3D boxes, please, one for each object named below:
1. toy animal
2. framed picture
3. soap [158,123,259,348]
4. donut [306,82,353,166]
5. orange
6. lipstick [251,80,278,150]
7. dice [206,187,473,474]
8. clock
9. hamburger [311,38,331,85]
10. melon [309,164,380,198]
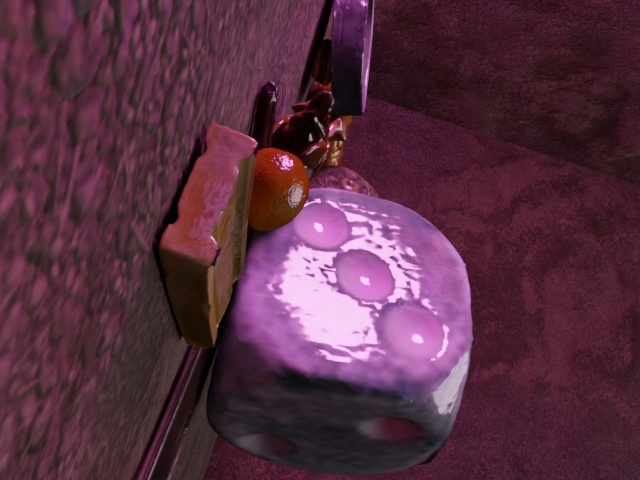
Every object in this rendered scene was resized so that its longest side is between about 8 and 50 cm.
[{"bbox_3d":[-0.036,-0.108,0.736,0.179,0.089,0.188,-57,180,-25],"label":"toy animal"},{"bbox_3d":[-0.163,0.202,0.679,0.216,0.016,0.273,109,-3,-50],"label":"framed picture"},{"bbox_3d":[-0.085,0.016,0.459,0.252,0.037,0.092,114,-5,-66],"label":"soap"},{"bbox_3d":[0.010,-0.250,1.329,0.226,0.114,0.226,-162,-90,-89],"label":"donut"},{"bbox_3d":[-0.050,-0.049,0.571,0.085,0.085,0.085,-162,-90,-88],"label":"orange"},{"bbox_3d":[-0.062,-0.088,0.602,0.176,0.027,0.027,108,-2,-53],"label":"lipstick"},{"bbox_3d":[0.028,0.147,0.898,0.330,0.348,0.328,113,-11,-50],"label":"dice"},{"bbox_3d":[0.061,-0.361,1.042,0.280,0.055,0.280,5,90,-84],"label":"clock"},{"bbox_3d":[0.008,-0.326,1.066,0.083,0.044,0.076,-70,177,-58],"label":"hamburger"},{"bbox_3d":[0.000,0.000,1.198,0.248,0.249,0.329,-74,-174,-48],"label":"melon"}]
